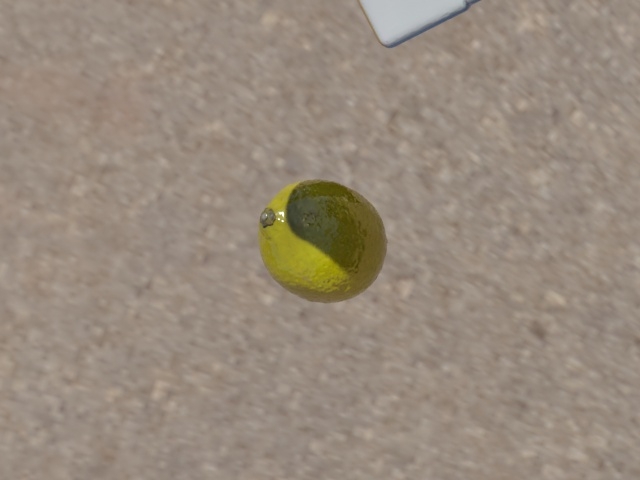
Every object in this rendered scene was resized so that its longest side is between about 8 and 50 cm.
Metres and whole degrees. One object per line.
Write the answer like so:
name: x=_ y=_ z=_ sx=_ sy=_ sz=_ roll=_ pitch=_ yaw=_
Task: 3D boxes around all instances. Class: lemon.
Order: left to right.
lemon: x=0.000 y=0.000 z=1.772 sx=0.109 sy=0.133 sz=0.109 roll=-30 pitch=51 yaw=46

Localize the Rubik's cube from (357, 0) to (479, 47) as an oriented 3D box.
Rubik's cube: x=0.144 y=-0.395 z=1.974 sx=0.290 sy=0.291 sz=0.291 roll=-26 pitch=99 yaw=18
